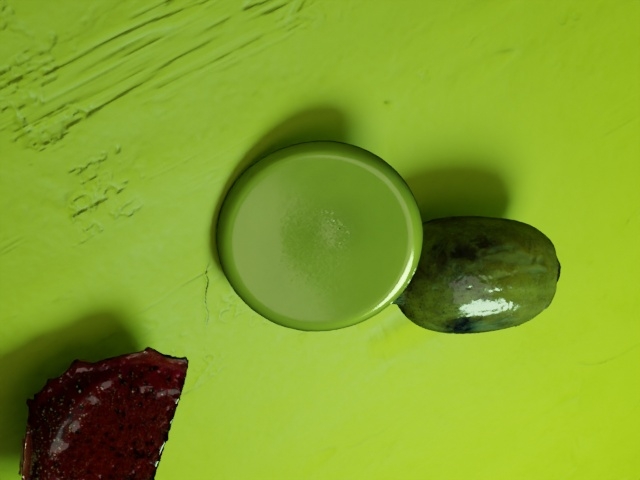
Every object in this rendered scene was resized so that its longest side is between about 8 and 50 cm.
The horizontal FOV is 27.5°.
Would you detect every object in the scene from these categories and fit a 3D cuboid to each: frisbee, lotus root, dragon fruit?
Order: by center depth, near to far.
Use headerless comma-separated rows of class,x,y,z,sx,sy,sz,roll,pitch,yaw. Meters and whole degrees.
dragon fruit,-0.243,0.246,1.468,0.189,0.163,0.261,46,57,-65
frisbee,0.000,0.000,1.474,0.236,0.017,0.235,-2,113,-4
lotus root,0.161,0.044,1.580,0.278,0.154,0.154,1,120,-21
